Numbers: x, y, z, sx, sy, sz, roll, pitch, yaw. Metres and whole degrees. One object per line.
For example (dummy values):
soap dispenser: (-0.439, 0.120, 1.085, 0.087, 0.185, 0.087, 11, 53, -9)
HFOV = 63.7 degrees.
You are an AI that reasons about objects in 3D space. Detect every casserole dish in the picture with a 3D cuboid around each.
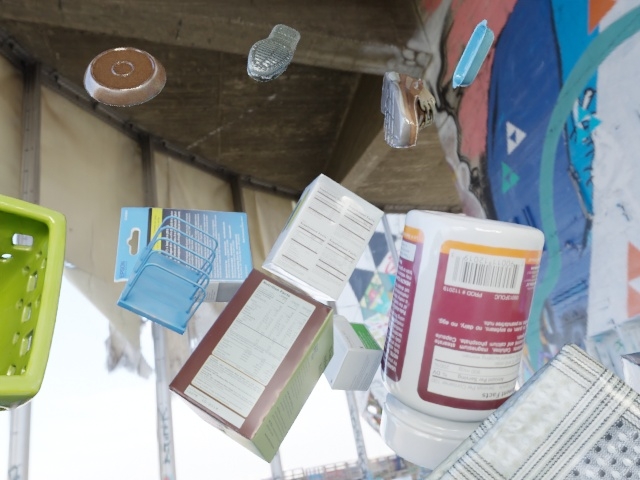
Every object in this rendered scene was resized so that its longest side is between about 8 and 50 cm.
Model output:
casserole dish: (0.424, -0.508, 1.422, 0.036, 0.114, 0.189, 17, -61, -8)

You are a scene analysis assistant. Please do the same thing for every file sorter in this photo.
file sorter: (-0.254, 0.052, 0.895, 0.118, 0.170, 0.104, 31, -66, -19)

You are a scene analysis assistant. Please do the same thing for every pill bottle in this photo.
pill bottle: (0.223, 0.157, 0.862, 0.223, 0.393, 0.224, 8, 7, -1)

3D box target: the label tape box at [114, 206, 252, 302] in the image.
label tape box: (-0.372, 0.040, 1.422, 0.347, 0.249, 0.115, 1, -39, -16)

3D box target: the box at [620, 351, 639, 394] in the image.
box: (0.644, 0.415, 0.844, 0.097, 0.396, 0.318, -11, 4, 0)

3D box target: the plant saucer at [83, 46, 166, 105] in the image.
plant saucer: (-0.412, -0.352, 1.082, 0.168, 0.169, 0.029, -6, -29, -11)

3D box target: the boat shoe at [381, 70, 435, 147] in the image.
boat shoe: (0.205, -0.304, 1.165, 0.116, 0.325, 0.123, 5, -53, 0)

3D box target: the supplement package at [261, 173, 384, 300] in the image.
supplement package: (0.000, 0.000, 1.381, 0.198, 0.263, 0.199, 31, -12, -9)

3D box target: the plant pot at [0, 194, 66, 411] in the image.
plant pot: (-0.433, 0.084, 0.560, 0.227, 0.228, 0.207, 17, -42, -35)

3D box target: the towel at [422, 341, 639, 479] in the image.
towel: (0.270, 0.320, 0.524, 0.324, 0.312, 0.056, -47, -25, 4)

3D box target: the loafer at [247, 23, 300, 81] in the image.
loafer: (-0.112, -0.441, 1.257, 0.094, 0.251, 0.087, 25, -47, -1)

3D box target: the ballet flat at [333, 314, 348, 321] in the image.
ballet flat: (0.036, 0.251, 1.420, 0.096, 0.095, 0.280, -34, -8, -8)

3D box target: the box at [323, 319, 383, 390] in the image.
box: (0.056, 0.229, 1.026, 0.087, 0.101, 0.102, 9, -66, -26)

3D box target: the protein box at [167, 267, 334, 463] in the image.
protein box: (-0.086, 0.189, 0.762, 0.135, 0.201, 0.200, 26, -27, 16)
